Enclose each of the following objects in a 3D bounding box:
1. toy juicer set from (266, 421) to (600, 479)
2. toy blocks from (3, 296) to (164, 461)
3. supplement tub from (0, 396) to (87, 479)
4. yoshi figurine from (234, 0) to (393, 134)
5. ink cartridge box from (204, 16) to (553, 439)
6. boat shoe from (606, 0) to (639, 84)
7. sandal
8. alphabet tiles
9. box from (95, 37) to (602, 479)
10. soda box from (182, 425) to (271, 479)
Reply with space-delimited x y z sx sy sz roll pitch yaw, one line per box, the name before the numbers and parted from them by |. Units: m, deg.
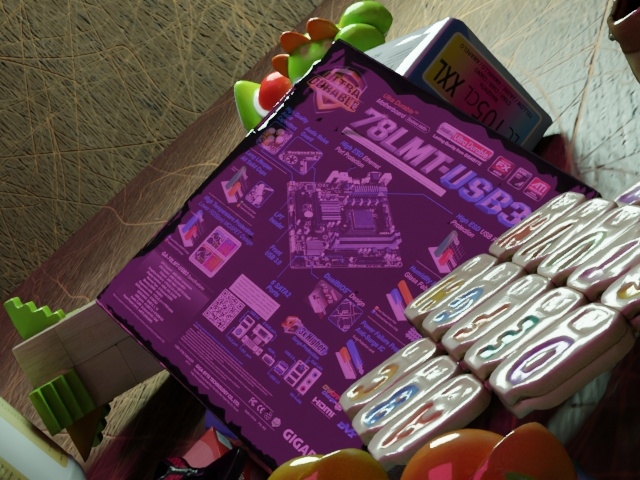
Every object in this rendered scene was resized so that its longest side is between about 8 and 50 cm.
toy juicer set | 0.061 0.150 0.640 0.329 0.209 0.089 145 126 -63
toy blocks | -0.190 0.088 1.527 0.261 0.190 0.381 -29 3 -4
supplement tub | -0.372 0.253 1.319 0.228 0.316 0.228 -43 15 14
yoshi figurine | 0.033 -0.139 1.618 0.203 0.203 0.362 -10 -20 -26
ink cartridge box | 0.000 0.000 1.267 0.395 0.151 0.270 -50 15 -16
boat shoe | 0.289 -0.212 1.070 0.122 0.120 0.324 -38 17 30
sandal | -0.116 0.188 0.980 0.179 0.040 0.067 -32 20 43
alphabet tiles | 0.131 0.026 0.773 0.278 0.021 0.284 -36 9 -2
box | 0.019 0.022 1.017 0.293 0.073 0.295 -48 51 -7
soda box | -0.068 0.230 0.984 0.092 0.083 0.263 -47 14 0
